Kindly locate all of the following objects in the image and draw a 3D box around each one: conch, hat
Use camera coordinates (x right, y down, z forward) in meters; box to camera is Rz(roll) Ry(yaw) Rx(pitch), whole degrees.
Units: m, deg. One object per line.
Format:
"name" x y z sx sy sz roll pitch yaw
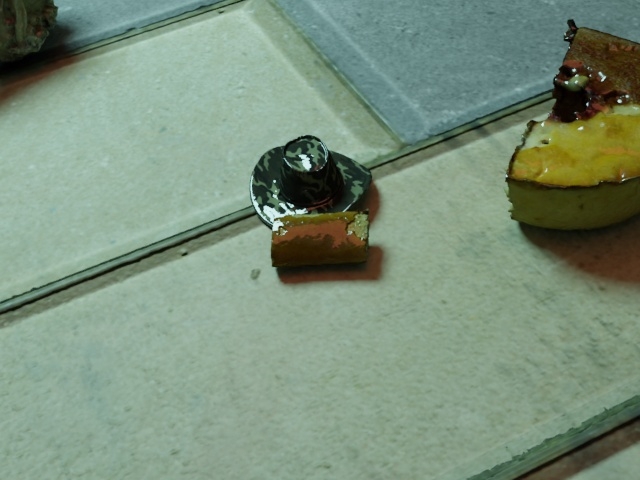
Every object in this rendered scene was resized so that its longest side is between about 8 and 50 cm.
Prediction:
"conch" -0.366 -0.257 1.063 0.245 0.163 0.178 -17 19 32
"hat" -0.012 -0.062 0.892 0.121 0.050 0.121 -5 42 4

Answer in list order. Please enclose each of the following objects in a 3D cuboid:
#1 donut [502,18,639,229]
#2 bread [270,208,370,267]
"donut" 0.238 -0.083 0.862 0.141 0.085 0.217 19 50 23
"bread" 0.000 0.000 0.839 0.083 0.036 0.047 -3 60 3
